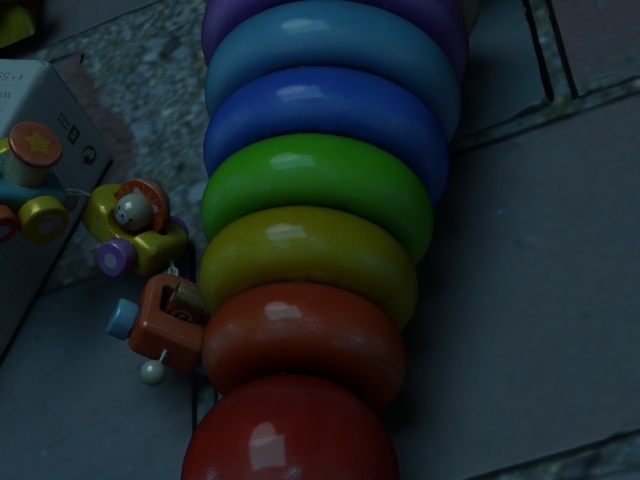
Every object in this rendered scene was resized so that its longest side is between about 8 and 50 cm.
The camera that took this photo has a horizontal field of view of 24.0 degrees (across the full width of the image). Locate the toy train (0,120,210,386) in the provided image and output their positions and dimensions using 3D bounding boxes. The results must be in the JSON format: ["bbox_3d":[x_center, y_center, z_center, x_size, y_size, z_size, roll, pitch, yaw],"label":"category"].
[{"bbox_3d":[-0.112,-0.002,0.729,0.046,0.166,0.125,-59,10,29],"label":"toy train"}]

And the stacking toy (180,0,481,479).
[{"bbox_3d":[0.000,0.000,0.683,0.141,0.141,0.330,-9,56,22],"label":"stacking toy"}]

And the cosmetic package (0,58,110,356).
[{"bbox_3d":[-0.220,0.013,0.806,0.117,0.085,0.231,2,52,31],"label":"cosmetic package"}]

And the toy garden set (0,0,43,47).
[{"bbox_3d":[-0.275,-0.181,1.035,0.204,0.049,0.244,-21,44,14],"label":"toy garden set"}]
